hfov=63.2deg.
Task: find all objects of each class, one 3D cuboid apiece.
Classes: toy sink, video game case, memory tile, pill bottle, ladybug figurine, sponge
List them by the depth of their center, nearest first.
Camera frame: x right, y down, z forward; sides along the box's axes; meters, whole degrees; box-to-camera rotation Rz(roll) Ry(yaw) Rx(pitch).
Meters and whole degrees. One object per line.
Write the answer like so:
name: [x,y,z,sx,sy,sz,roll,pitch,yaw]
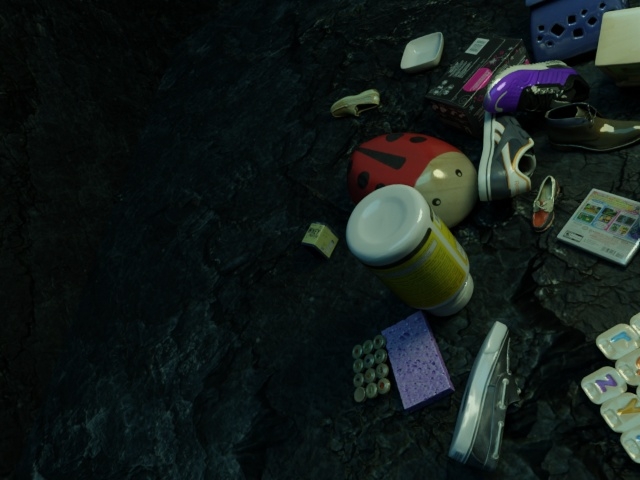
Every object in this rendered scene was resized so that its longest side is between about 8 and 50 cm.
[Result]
video game case: [0.619,-0.031,1.116,0.143,0.019,0.157,-51,41,-4]
pill bottle: [0.216,0.039,1.165,0.188,0.334,0.188,-22,47,26]
toy sink: [0.758,-0.434,1.197,0.152,0.234,0.131,12,98,44]
sponge: [0.222,0.278,1.208,0.117,0.031,0.210,-32,44,18]
memory tile: [0.119,0.310,1.261,0.113,0.012,0.148,-34,45,37]
ladybug figurine: [0.225,-0.177,1.449,0.449,0.162,0.305,25,78,47]

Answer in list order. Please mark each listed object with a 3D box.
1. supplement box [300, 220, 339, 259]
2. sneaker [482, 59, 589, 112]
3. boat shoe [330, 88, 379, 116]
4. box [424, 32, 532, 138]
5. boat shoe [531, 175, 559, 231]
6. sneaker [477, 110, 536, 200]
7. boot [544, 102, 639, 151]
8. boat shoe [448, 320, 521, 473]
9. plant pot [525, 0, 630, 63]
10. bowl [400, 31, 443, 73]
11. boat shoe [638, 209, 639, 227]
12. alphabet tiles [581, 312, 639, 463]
supplement box: [0.000,0.000,1.564,0.056,0.083,0.083,11,67,43]
sneaker: [0.549,-0.366,1.292,0.293,0.102,0.146,-20,52,-19]
boat shoe: [0.119,-0.471,1.837,0.190,0.068,0.072,-16,62,31]
box: [0.451,-0.436,1.470,0.247,0.142,0.163,-48,40,-2]
boat shoe: [0.525,-0.086,1.218,0.049,0.043,0.137,11,68,42]
sneaker: [0.474,-0.225,1.308,0.127,0.126,0.321,-2,51,25]
boot: [0.635,-0.267,1.212,0.219,0.106,0.082,1,61,41]
boat shoe: [0.347,0.306,1.037,0.102,0.108,0.301,20,57,13]
plant pot: [0.663,-0.638,1.364,0.236,0.212,0.236,-10,43,34]
bowl: [0.352,-0.628,1.763,0.142,0.053,0.142,-5,57,39]
boat shoe: [0.675,0.028,0.918,0.121,0.119,0.335,-18,49,5]
alphabet tiles: [0.623,0.251,0.898,0.278,0.021,0.284,-36,43,14]
